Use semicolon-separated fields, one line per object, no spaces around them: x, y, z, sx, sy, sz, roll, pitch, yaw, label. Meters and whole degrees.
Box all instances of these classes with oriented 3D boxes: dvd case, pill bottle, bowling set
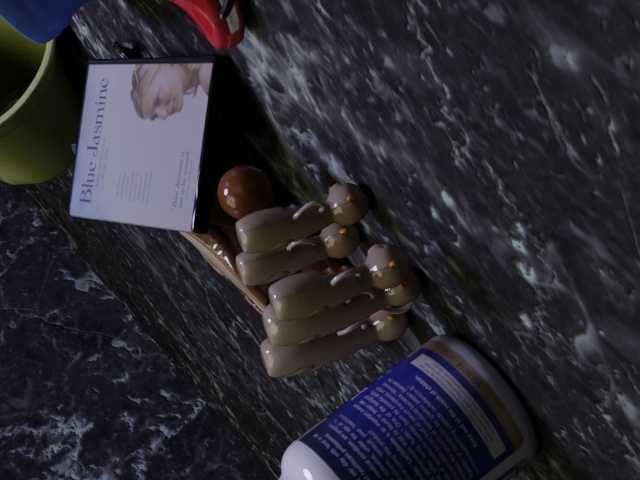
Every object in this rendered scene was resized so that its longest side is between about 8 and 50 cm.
-0.188;-0.106;1.547;0.253;0.022;0.180;7;90;50;dvd case
0.059;0.219;1.358;0.153;0.265;0.153;49;164;20;pill bottle
0.000;0.000;1.372;0.287;0.154;0.199;110;142;-74;bowling set

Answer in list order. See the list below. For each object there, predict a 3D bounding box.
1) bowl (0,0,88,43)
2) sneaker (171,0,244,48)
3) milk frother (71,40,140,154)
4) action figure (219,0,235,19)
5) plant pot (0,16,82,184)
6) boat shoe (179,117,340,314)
-0.369;-0.386;1.502;0.391;0.077;0.391;57;-175;-7;bowl
-0.170;-0.248;1.304;0.221;0.128;0.087;58;166;-7;sneaker
-0.238;-0.146;1.725;0.143;0.135;0.129;44;161;34;milk frother
-0.045;-0.275;0.851;0.164;0.141;0.275;38;143;41;action figure
-0.464;-0.210;2.108;0.276;0.276;0.254;47;175;27;plant pot
-0.095;-0.019;1.608;0.342;0.123;0.123;46;166;18;boat shoe
